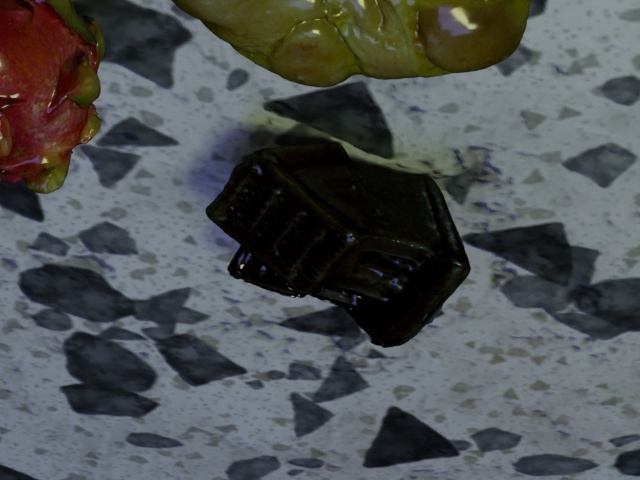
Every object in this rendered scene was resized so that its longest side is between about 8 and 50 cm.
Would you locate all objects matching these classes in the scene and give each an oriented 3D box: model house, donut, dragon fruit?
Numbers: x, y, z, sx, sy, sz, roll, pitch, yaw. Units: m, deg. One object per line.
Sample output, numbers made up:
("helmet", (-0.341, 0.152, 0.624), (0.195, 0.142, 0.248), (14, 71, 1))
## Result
("model house", (-0.003, 0.004, 1.272), (0.152, 0.106, 0.165), (17, 139, -19))
("donut", (0.007, -0.194, 0.975), (0.209, 0.128, 0.261), (1, 144, 9))
("dragon fruit", (-0.214, -0.120, 1.111), (0.150, 0.133, 0.207), (-15, 130, 38))
